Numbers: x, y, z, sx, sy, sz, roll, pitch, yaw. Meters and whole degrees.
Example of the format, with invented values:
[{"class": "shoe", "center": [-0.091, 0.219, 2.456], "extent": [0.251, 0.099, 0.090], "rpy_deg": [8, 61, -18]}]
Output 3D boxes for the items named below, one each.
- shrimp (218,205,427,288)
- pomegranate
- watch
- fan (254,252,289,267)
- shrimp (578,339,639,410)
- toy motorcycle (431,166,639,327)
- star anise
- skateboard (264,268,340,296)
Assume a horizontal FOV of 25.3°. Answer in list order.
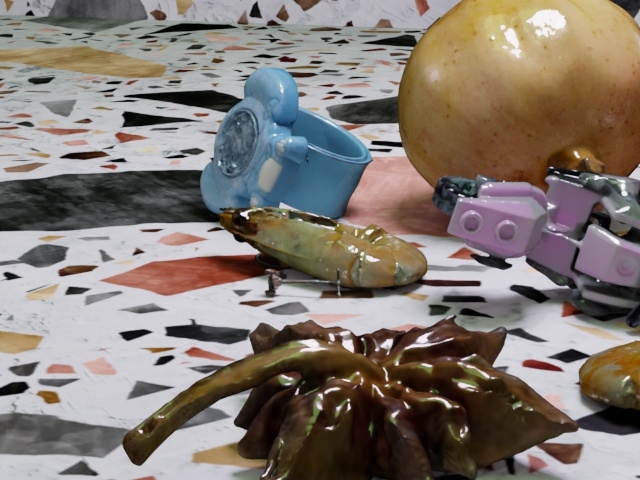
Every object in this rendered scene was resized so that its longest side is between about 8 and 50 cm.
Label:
[{"class": "shrimp", "center": [0.000, 0.001, 1.648], "extent": [0.267, 0.061, 0.145], "rpy_deg": [11, 21, 24]}, {"class": "pomegranate", "center": [0.271, -0.160, 1.814], "extent": [0.338, 0.338, 0.338], "rpy_deg": [0, 16, 0]}, {"class": "watch", "center": [-0.031, -0.104, 1.864], "extent": [0.193, 0.211, 0.211], "rpy_deg": [10, 7, -38]}, {"class": "fan", "center": [-0.014, 0.023, 1.684], "extent": [0.133, 0.005, 0.085], "rpy_deg": [8, 19, 27]}, {"class": "shrimp", "center": [0.375, 0.107, 1.315], "extent": [0.294, 0.062, 0.154], "rpy_deg": [-6, 12, -15]}, {"class": "toy motorcycle", "center": [0.281, 0.002, 1.497], "extent": [0.327, 0.143, 0.188], "rpy_deg": [15, 17, -9]}, {"class": "star anise", "center": [0.033, 0.126, 1.162], "extent": [0.350, 0.109, 0.292], "rpy_deg": [1, 11, 6]}, {"class": "skateboard", "center": [-0.016, 0.044, 1.578], "extent": [0.083, 0.032, 0.064], "rpy_deg": [1, 6, 12]}]
